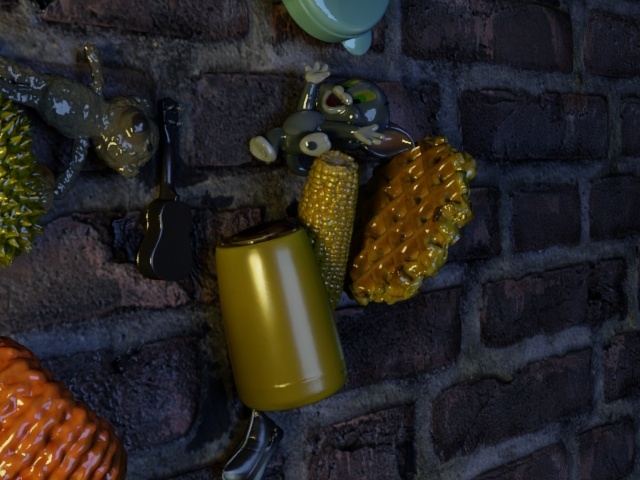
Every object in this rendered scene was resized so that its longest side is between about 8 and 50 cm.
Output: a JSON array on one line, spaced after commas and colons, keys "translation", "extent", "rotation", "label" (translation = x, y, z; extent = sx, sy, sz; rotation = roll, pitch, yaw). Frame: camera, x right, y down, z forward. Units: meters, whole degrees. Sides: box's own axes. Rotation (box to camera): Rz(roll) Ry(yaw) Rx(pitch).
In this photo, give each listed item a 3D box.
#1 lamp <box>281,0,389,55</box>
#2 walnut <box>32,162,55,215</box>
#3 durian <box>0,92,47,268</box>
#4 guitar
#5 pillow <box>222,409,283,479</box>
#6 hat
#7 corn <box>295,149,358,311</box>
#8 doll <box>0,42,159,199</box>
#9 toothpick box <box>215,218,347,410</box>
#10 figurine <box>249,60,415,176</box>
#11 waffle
[{"translation": [0.003, -0.440, 1.758], "extent": [0.284, 0.147, 0.209], "rotation": [36, 62, -52], "label": "lamp"}, {"translation": [-0.383, -0.064, 1.369], "extent": [0.096, 0.082, 0.079], "rotation": [2, 66, -10], "label": "walnut"}, {"translation": [-0.421, -0.064, 1.249], "extent": [0.176, 0.200, 0.237], "rotation": [-41, 135, -73], "label": "durian"}, {"translation": [-0.220, -0.076, 1.590], "extent": [0.084, 0.038, 0.271], "rotation": [6, 86, -50], "label": "guitar"}, {"translation": [-0.106, 0.334, 1.717], "extent": [0.135, 0.055, 0.091], "rotation": [-61, 163, -25], "label": "pillow"}, {"translation": [-0.433, 0.302, 1.229], "extent": [0.400, 0.285, 0.285], "rotation": [-39, 121, -19], "label": "hat"}, {"translation": [0.000, 0.000, 1.746], "extent": [0.101, 0.101, 0.310], "rotation": [-28, 135, -45], "label": "corn"}, {"translation": [-0.333, -0.186, 1.434], "extent": [0.286, 0.091, 0.202], "rotation": [49, 45, -26], "label": "doll"}, {"translation": [-0.068, 0.109, 1.669], "extent": [0.175, 0.175, 0.271], "rotation": [-23, 104, -47], "label": "toothpick box"}, {"translation": [0.020, -0.178, 1.781], "extent": [0.265, 0.193, 0.140], "rotation": [-40, 149, -19], "label": "figurine"}, {"translation": [0.135, -0.038, 1.798], "extent": [0.068, 0.302, 0.325], "rotation": [31, 78, -29], "label": "waffle"}]
